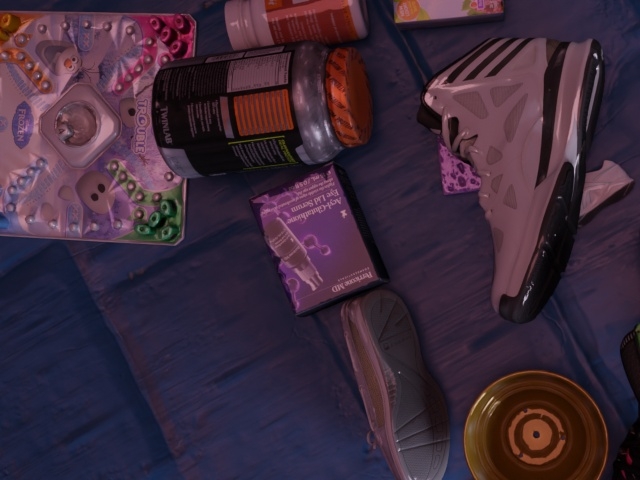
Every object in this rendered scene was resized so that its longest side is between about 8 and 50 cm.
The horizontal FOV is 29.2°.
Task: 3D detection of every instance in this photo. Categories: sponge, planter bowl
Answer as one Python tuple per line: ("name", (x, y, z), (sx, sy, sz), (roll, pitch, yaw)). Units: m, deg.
("sponge", (0.291, -0.143, 1.937), (0.210, 0.031, 0.117), (-8, 86, 11))
("planter bowl", (0.330, 0.303, 1.885), (0.217, 0.090, 0.217), (0, 89, 11))

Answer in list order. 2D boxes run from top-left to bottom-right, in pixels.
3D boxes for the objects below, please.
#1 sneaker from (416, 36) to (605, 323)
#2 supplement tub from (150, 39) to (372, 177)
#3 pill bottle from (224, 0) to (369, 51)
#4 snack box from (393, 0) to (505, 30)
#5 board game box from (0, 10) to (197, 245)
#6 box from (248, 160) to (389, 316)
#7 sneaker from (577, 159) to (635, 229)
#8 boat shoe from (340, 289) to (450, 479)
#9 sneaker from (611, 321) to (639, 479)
("sneaker", (0.260, -0.103, 1.852), (0.258, 0.169, 0.447), (10, 75, 23))
("supplement tub", (-0.089, -0.206, 1.921), (0.316, 0.193, 0.193), (-5, 87, 18))
("pill bottle", (-0.038, -0.361, 1.965), (0.216, 0.121, 0.121), (-11, 86, 10))
("snack box", (0.199, -0.446, 1.946), (0.175, 0.070, 0.207), (-3, 87, 11))
("board game box", (-0.411, -0.196, 2.073), (0.390, 0.050, 0.389), (3, 89, 12))
("box", (0.000, 0.000, 1.953), (0.153, 0.108, 0.207), (-24, 83, 9))
("sneaker", (0.410, -0.065, 1.906), (0.152, 0.054, 0.061), (-35, 66, 6))
("boat shoe", (0.112, 0.238, 1.933), (0.118, 0.103, 0.320), (-17, 87, -34))
("sneaker", (0.491, 0.348, 1.761), (0.202, 0.185, 0.482), (-8, 106, 27))
